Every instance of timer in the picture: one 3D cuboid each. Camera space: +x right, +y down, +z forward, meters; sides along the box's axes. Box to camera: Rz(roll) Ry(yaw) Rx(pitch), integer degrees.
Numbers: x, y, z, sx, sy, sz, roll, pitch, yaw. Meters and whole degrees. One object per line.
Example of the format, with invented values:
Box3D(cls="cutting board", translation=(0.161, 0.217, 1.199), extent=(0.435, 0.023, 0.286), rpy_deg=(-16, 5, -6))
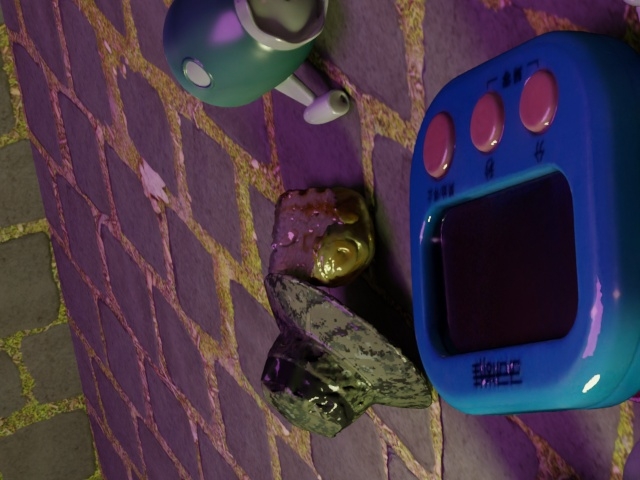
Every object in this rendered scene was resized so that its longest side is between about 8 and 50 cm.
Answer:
Box3D(cls="timer", translation=(0.187, -0.007, 1.347), extent=(0.340, 0.115, 0.309), rpy_deg=(160, 111, -65))

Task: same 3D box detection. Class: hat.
Box3D(cls="hat", translation=(0.002, 0.166, 1.922), extent=(0.265, 0.128, 0.265), rpy_deg=(33, 164, 11))

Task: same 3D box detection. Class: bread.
Box3D(cls="bread", translation=(0.000, 0.000, 1.933), extent=(0.232, 0.088, 0.128), rpy_deg=(-2, 71, 68))

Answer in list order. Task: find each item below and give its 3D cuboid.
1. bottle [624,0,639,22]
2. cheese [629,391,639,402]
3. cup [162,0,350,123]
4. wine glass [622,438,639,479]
Box3D(cls="bottle", translation=(0.250, -0.215, 1.186), extent=(0.060, 0.060, 0.217), rpy_deg=(18, 124, 64))
Box3D(cls="cheese", translation=(0.246, 0.053, 1.439), extent=(0.244, 0.062, 0.155), rpy_deg=(56, 157, 35))
Box3D(cls="cup", translation=(-0.075, -0.254, 1.807), extent=(0.299, 0.167, 0.173), rpy_deg=(46, 151, -12))
Box3D(cls="wine glass", translation=(0.348, 0.225, 1.299), extent=(0.231, 0.103, 0.103), rpy_deg=(20, 127, 67))
